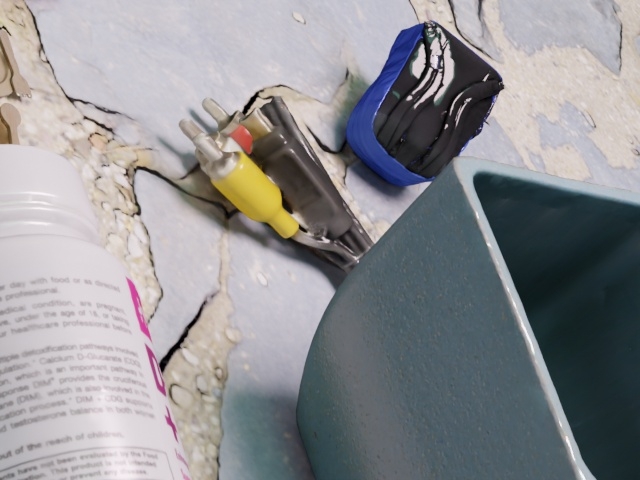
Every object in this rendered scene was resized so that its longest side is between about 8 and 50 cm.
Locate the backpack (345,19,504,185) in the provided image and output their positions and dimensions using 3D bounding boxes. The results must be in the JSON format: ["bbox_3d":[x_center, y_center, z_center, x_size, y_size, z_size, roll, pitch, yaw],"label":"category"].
[{"bbox_3d":[0.080,-0.104,1.625,0.098,0.101,0.120,34,70,-16],"label":"backpack"}]

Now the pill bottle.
[{"bbox_3d":[-0.167,0.097,1.107,0.160,0.160,0.283,9,52,-43],"label":"pill bottle"}]

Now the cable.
[{"bbox_3d":[0.000,0.000,1.501,0.287,0.072,0.139,54,16,-17],"label":"cable"}]

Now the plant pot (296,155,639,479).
[{"bbox_3d":[0.128,0.126,1.329,0.248,0.252,0.247,8,52,-44],"label":"plant pot"}]

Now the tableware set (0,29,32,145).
[{"bbox_3d":[-0.264,-0.113,1.316,0.169,0.020,0.141,20,45,-36],"label":"tableware set"}]
